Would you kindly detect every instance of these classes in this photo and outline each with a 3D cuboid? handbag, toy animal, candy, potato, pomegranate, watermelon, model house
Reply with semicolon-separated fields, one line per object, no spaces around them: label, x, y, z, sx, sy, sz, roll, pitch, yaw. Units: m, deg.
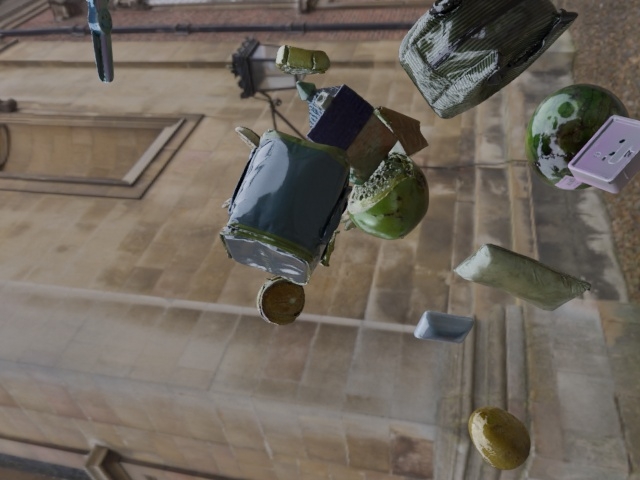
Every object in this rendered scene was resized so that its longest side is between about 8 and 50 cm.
handbag;-0.065;-0.062;1.091;0.263;0.223;0.240;105;-176;-75
toy animal;0.000;0.000;2.005;0.181;0.073;0.136;43;132;53
handbag;0.358;-0.448;1.160;0.247;0.341;0.240;55;168;-5
candy;0.417;0.296;1.822;0.071;0.175;0.138;-86;8;-45
potato;0.551;0.609;1.722;0.158;0.178;0.203;45;-148;-28
pomegranate;0.220;-0.118;1.829;0.216;0.359;0.309;36;-134;-22
watermelon;0.865;-0.349;1.825;0.363;0.364;0.362;5;-90;-77
model house;0.046;-0.380;1.751;0.245;0.312;0.280;-52;-44;7

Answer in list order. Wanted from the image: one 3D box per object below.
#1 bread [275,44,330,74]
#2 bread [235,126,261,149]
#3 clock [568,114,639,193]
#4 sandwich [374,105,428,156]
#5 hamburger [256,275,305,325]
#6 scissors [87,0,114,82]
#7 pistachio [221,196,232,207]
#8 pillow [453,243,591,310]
bread;-0.050;-0.513;1.551;0.117;0.157;0.064;-29;-55;-82
bread;-0.236;-0.366;2.068;0.053;0.214;0.073;-48;4;-11
clock;0.802;-0.235;1.463;0.197;0.150;0.063;-49;-54;0
sandwich;0.276;-0.407;2.056;0.198;0.155;0.227;-31;-90;-43
hamburger;-0.140;0.198;1.859;0.185;0.177;0.113;55;172;-13
scissors;-0.461;-0.463;1.126;0.125;0.030;0.255;-63;-25;-69
pistachio;-0.309;-0.160;2.121;0.090;0.173;0.049;-20;81;63
pillow;0.522;0.101;1.403;0.185;0.303;0.074;117;174;-60
